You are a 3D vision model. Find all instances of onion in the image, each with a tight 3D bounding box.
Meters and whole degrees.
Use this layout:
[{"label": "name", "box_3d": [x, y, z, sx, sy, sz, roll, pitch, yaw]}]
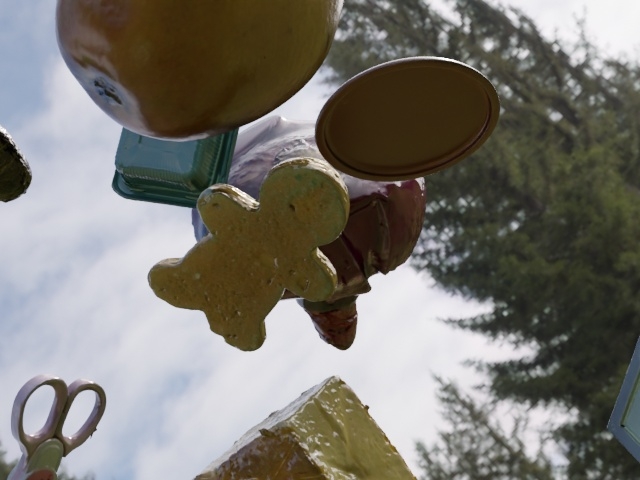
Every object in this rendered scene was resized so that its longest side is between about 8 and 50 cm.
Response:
[{"label": "onion", "box_3d": [0.000, 0.000, 1.590, 0.398, 0.398, 0.420, -33, -51, -17]}]

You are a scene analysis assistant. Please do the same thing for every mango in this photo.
[{"label": "mango", "box_3d": [-0.090, -0.207, 0.827, 0.317, 0.173, 0.211, -32, -51, -41]}]

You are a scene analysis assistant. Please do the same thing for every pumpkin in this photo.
[{"label": "pumpkin", "box_3d": [-0.273, -0.070, 0.763, 0.050, 0.028, 0.083, -50, -64, -22]}]

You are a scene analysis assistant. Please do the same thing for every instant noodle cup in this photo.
[{"label": "instant noodle cup", "box_3d": [-0.190, -0.138, 1.178, 0.070, 0.157, 0.179, 51, -131, -72]}]

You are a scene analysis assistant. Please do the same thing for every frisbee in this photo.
[{"label": "frisbee", "box_3d": [0.116, -0.158, 1.223, 0.250, 0.021, 0.251, -5, -31, -3]}]

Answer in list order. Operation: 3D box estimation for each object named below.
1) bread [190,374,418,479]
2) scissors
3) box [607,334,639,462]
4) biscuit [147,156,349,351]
[{"label": "bread", "box_3d": [-0.016, 0.402, 1.424, 0.279, 0.279, 0.207, -42, -5, 32]}, {"label": "scissors", "box_3d": [-0.318, 0.264, 1.006, 0.118, 0.030, 0.242, 24, -93, -54]}, {"label": "box", "box_3d": [0.402, 0.146, 0.958, 0.086, 0.129, 0.225, -1, -63, -21]}, {"label": "biscuit", "box_3d": [-0.056, 0.010, 0.856, 0.234, 0.153, 0.030, -49, 9, 34]}]
